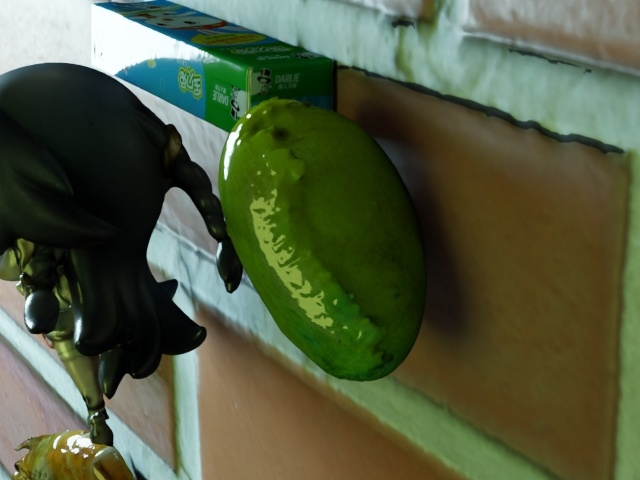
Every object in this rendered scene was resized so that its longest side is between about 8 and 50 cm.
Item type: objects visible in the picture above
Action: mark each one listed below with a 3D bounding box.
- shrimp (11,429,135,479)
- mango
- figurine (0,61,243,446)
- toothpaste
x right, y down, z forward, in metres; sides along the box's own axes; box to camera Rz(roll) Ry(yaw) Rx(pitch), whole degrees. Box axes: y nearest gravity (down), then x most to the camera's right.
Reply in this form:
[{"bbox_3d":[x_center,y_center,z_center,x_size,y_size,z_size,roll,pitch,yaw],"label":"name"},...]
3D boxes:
[{"bbox_3d":[-0.235,0.246,1.403,0.249,0.068,0.150,11,114,55],"label":"shrimp"},{"bbox_3d":[0.000,0.001,0.826,0.100,0.119,0.178,-40,61,37],"label":"mango"},{"bbox_3d":[-0.173,-0.002,1.057,0.175,0.197,0.265,5,136,54],"label":"figurine"},{"bbox_3d":[-0.083,-0.124,0.997,0.267,0.065,0.050,30,121,55],"label":"toothpaste"}]
